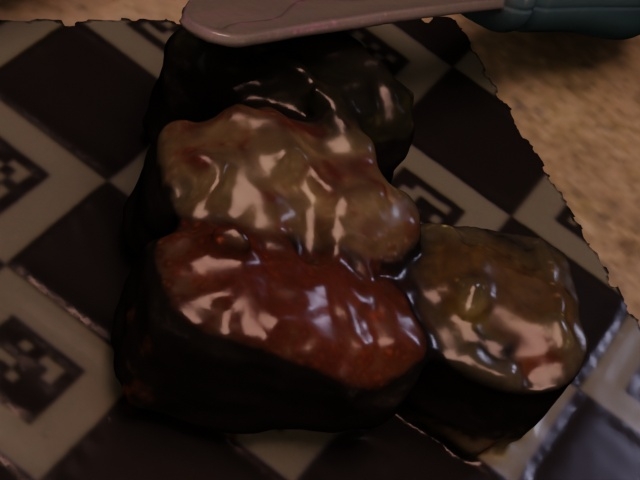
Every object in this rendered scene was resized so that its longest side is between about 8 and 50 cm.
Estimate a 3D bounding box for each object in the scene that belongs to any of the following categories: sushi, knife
[{"bbox_3d":[0.000,0.000,0.445,0.231,0.047,0.219,-5,53,-32],"label":"sushi"},{"bbox_3d":[0.033,-0.080,0.517,0.058,0.032,0.244,40,32,29],"label":"knife"}]
